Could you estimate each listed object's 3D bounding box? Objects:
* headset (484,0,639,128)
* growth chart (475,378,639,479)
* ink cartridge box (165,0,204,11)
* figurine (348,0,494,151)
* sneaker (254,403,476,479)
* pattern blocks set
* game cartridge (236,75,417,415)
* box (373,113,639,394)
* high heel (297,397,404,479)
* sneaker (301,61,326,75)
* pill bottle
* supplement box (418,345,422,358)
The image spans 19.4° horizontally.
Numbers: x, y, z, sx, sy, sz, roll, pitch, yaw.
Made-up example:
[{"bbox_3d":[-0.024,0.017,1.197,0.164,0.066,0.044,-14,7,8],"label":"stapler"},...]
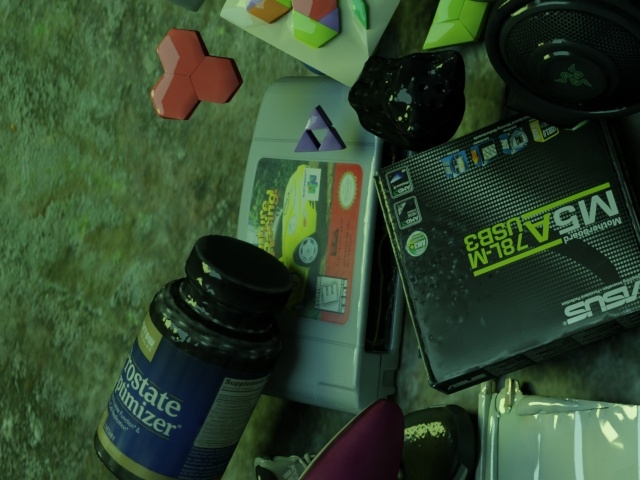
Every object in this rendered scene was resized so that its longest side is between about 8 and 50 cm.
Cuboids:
[{"bbox_3d":[0.227,-0.193,1.259,0.394,0.185,0.243,139,152,-87],"label":"headset"},{"bbox_3d":[0.194,0.194,1.430,0.237,0.021,0.172,8,93,51],"label":"growth chart"},{"bbox_3d":[-0.105,-0.446,1.697,0.384,0.160,0.279,-51,39,27],"label":"ink cartridge box"},{"bbox_3d":[0.103,-0.171,1.428,0.209,0.092,0.215,-117,51,-86],"label":"figurine"},{"bbox_3d":[0.019,0.197,1.550,0.229,0.132,0.086,-38,55,46],"label":"sneaker"},{"bbox_3d":[0.005,-0.234,1.568,0.285,0.026,0.324,14,96,12],"label":"pattern blocks set"},{"bbox_3d":[0.000,0.000,1.669,0.196,0.060,0.294,5,90,55],"label":"game cartridge"},{"bbox_3d":[0.151,0.001,1.423,0.191,0.045,0.184,-21,65,18],"label":"box"},{"bbox_3d":[0.027,0.319,1.442,0.181,0.127,0.377,26,97,23],"label":"high heel"},{"bbox_3d":[-0.024,-0.236,1.706,0.090,0.081,0.232,-42,48,44],"label":"sneaker"},{"bbox_3d":[-0.107,0.111,1.651,0.123,0.123,0.219,46,120,43],"label":"pill bottle"},{"bbox_3d":[0.125,0.053,1.501,0.083,0.056,0.083,-5,83,51],"label":"supplement box"}]
